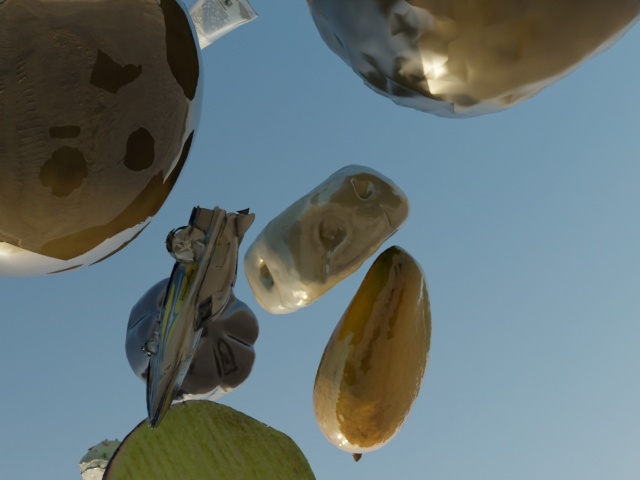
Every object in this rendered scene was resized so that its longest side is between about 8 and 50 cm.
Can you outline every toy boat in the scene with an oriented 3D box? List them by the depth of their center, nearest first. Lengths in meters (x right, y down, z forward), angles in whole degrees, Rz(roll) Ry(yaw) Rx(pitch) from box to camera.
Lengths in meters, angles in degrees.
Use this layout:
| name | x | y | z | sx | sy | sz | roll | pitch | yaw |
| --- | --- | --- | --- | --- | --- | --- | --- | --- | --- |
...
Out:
| name | x | y | z | sx | sy | sz | roll | pitch | yaw |
| --- | --- | --- | --- | --- | --- | --- | --- | --- | --- |
| toy boat | -0.117 | 0.064 | 0.783 | 0.084 | 0.066 | 0.210 | 59 | -133 | -81 |

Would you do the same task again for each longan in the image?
| name | x | y | z | sx | sy | sz | roll | pitch | yaw |
| --- | --- | --- | --- | --- | --- | --- | --- | --- | --- |
| longan | -0.252 | -0.119 | 0.760 | 0.319 | 0.319 | 0.319 | -22 | -59 | -44 |
| longan | 0.189 | -0.364 | 1.050 | 0.436 | 0.404 | 0.404 | -32 | -48 | -6 |

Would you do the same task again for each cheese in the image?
| name | x | y | z | sx | sy | sz | roll | pitch | yaw |
| --- | --- | --- | --- | --- | --- | --- | --- | --- | --- |
| cheese | 0.000 | 0.000 | 1.111 | 0.235 | 0.117 | 0.218 | -40 | -1 | 11 |

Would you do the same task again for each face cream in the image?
| name | x | y | z | sx | sy | sz | roll | pitch | yaw |
| --- | --- | --- | --- | --- | --- | --- | --- | --- | --- |
| face cream | -0.196 | -0.358 | 1.465 | 0.092 | 0.244 | 0.058 | 52 | -128 | -14 |

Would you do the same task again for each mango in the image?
| name | x | y | z | sx | sy | sz | roll | pitch | yaw |
| --- | --- | --- | --- | --- | --- | --- | --- | --- | --- |
| mango | 0.073 | 0.155 | 1.177 | 0.176 | 0.119 | 0.317 | -2 | -69 | -47 |

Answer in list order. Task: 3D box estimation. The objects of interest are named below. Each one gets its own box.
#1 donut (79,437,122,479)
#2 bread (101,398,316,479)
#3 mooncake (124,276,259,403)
| name | x | y | z | sx | sy | sz | roll | pitch | yaw |
| --- | --- | --- | --- | --- | --- | --- | --- | --- | --- |
| donut | -0.329 | 0.403 | 1.530 | 0.068 | 0.174 | 0.174 | -65 | -35 | -38 |
| bread | -0.105 | 0.267 | 0.860 | 0.228 | 0.228 | 0.033 | -41 | -10 | -33 |
| mooncake | -0.223 | 0.170 | 1.564 | 0.245 | 0.133 | 0.245 | 20 | -129 | -27 |
